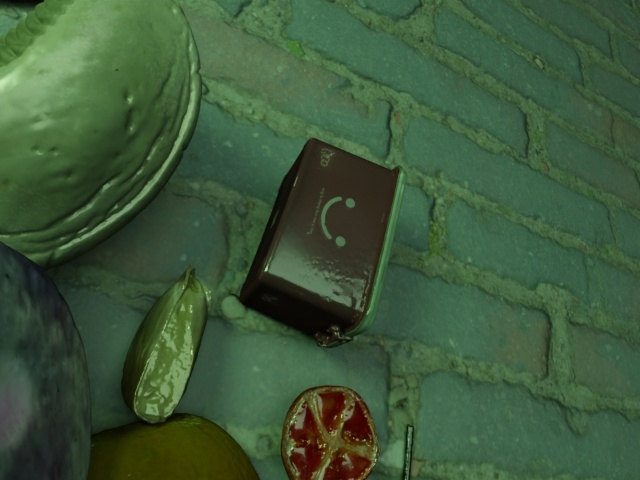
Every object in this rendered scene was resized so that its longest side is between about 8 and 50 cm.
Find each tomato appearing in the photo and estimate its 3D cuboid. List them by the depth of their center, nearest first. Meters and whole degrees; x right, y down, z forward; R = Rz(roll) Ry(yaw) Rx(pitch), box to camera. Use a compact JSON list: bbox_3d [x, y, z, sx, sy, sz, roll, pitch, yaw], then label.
[{"bbox_3d":[0.003,0.286,0.675,0.155,0.069,0.156,9,72,-27],"label":"tomato"}]

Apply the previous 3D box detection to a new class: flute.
[{"bbox_3d":[0.129,0.430,0.726,0.014,0.014,0.270,21,64,-21],"label":"flute"}]

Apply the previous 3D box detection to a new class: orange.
[{"bbox_3d":[-0.209,0.335,0.494,0.334,0.196,0.263,-11,64,-24],"label":"orange"}]

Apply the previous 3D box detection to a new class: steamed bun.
[{"bbox_3d":[-0.297,-0.109,0.535,0.384,0.247,0.236,-56,129,-20],"label":"steamed bun"}]

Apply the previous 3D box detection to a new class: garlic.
[{"bbox_3d":[-0.196,0.138,0.601,0.086,0.101,0.196,28,56,-22],"label":"garlic"}]

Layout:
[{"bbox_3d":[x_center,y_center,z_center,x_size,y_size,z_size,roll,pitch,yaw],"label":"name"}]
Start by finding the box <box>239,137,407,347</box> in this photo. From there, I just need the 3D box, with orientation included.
[{"bbox_3d":[0.000,0.000,0.717,0.167,0.193,0.294,23,63,-11],"label":"box"}]

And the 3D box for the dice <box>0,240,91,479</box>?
[{"bbox_3d":[-0.351,0.144,0.321,0.271,0.270,0.271,-13,71,-1],"label":"dice"}]
